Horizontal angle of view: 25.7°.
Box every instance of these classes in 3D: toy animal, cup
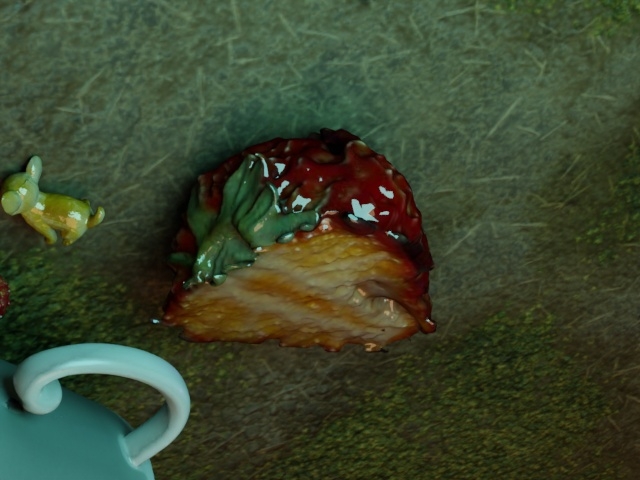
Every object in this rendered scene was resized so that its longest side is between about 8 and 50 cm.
[{"bbox_3d":[-0.240,-0.034,1.228,0.081,0.060,0.083,2,147,33],"label":"toy animal"},{"bbox_3d":[-0.291,0.200,1.247,0.356,0.259,0.274,-36,143,15],"label":"cup"}]

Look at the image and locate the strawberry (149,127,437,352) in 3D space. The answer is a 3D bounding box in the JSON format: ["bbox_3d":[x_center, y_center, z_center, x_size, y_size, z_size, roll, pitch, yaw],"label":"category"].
[{"bbox_3d":[0.003,-0.009,1.293,0.280,0.150,0.253,7,148,-30],"label":"strawberry"}]

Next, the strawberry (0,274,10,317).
[{"bbox_3d":[-0.328,0.042,1.248,0.083,0.083,0.096,-42,128,17],"label":"strawberry"}]
